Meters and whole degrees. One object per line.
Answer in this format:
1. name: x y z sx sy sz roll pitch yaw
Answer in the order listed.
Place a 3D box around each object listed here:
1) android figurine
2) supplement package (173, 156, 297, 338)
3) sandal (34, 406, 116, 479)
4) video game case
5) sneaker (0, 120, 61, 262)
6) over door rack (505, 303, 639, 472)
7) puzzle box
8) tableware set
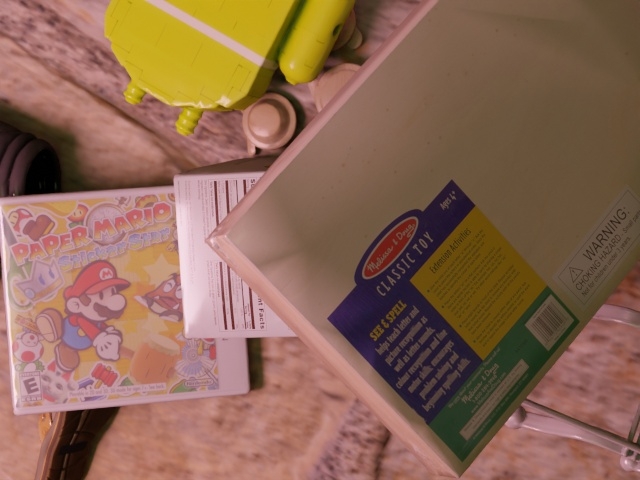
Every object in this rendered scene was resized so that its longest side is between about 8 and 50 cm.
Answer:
1. android figurine: -0.094 -0.233 1.693 0.248 0.056 0.273 29 100 17
2. supplement package: 0.000 0.000 1.629 0.203 0.194 0.149 -2 96 16
3. sandal: -0.250 0.181 1.792 0.049 0.072 0.180 34 109 32
4. video game case: -0.185 0.054 1.725 0.227 0.026 0.206 -4 95 -10
5. sneaker: -0.337 0.018 1.772 0.147 0.104 0.296 12 94 19
6. over door rack: 0.185 0.033 1.544 0.324 0.108 0.239 25 77 -20
7. puzzle box: 0.134 -0.052 1.442 0.272 0.052 0.409 47 71 -14
8. tableware set: -0.022 -0.161 1.710 0.168 0.020 0.141 -11 88 20
